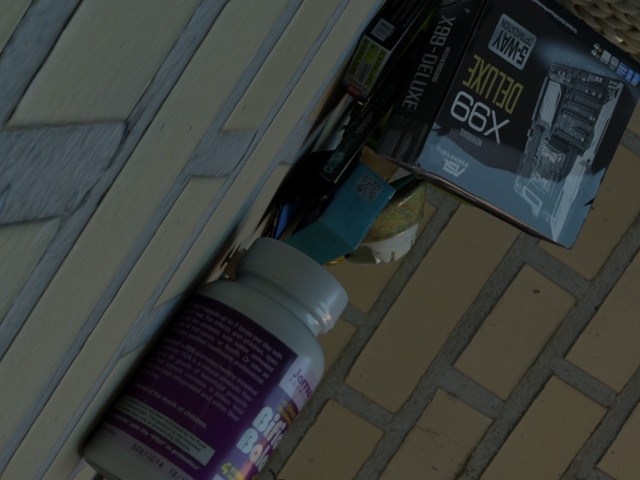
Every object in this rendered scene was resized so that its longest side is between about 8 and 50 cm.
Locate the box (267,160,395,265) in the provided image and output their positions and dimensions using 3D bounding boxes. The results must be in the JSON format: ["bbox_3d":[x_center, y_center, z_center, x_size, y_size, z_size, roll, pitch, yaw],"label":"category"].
[{"bbox_3d":[0.000,-0.018,1.702,0.100,0.060,0.244,-55,-169,-24],"label":"box"}]

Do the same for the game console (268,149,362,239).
[{"bbox_3d":[-0.007,-0.053,1.622,0.107,0.071,0.122,-5,-150,30],"label":"game console"}]

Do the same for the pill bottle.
[{"bbox_3d":[-0.100,0.151,1.399,0.302,0.169,0.169,-56,177,-17],"label":"pill bottle"}]

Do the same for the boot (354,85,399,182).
[{"bbox_3d":[0.113,-0.185,2.070,0.269,0.089,0.236,101,12,-69],"label":"boot"}]

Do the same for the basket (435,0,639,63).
[{"bbox_3d":[0.369,-0.369,1.902,0.328,0.331,0.266,-55,175,-39],"label":"basket"}]

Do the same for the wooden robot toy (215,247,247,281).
[{"bbox_3d":[-0.085,0.064,1.585,0.076,0.079,0.173,-55,177,-29],"label":"wooden robot toy"}]

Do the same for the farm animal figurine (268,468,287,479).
[{"bbox_3d":[-0.168,0.412,1.736,0.330,0.326,0.172,-54,-177,2],"label":"farm animal figurine"}]

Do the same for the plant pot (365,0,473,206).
[{"bbox_3d":[0.191,-0.193,1.767,0.227,0.228,0.207,-62,-176,-39],"label":"plant pot"}]

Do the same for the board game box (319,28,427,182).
[{"bbox_3d":[0.069,-0.159,1.549,0.126,0.026,0.186,-53,-178,42],"label":"board game box"}]

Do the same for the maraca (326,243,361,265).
[{"bbox_3d":[0.000,0.000,2.199,0.185,0.099,0.127,-32,172,14],"label":"maraca"}]

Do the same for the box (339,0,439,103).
[{"bbox_3d":[0.099,-0.260,1.483,0.207,0.036,0.114,-55,177,-27],"label":"box"}]

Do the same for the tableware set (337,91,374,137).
[{"bbox_3d":[0.055,-0.186,1.722,0.154,0.024,0.104,109,6,-72],"label":"tableware set"}]

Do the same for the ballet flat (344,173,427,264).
[{"bbox_3d":[0.071,-0.020,1.850,0.123,0.123,0.348,-56,-163,-16],"label":"ballet flat"}]

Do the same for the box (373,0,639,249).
[{"bbox_3d":[0.229,-0.151,1.525,0.076,0.307,0.243,24,-91,48],"label":"box"}]
